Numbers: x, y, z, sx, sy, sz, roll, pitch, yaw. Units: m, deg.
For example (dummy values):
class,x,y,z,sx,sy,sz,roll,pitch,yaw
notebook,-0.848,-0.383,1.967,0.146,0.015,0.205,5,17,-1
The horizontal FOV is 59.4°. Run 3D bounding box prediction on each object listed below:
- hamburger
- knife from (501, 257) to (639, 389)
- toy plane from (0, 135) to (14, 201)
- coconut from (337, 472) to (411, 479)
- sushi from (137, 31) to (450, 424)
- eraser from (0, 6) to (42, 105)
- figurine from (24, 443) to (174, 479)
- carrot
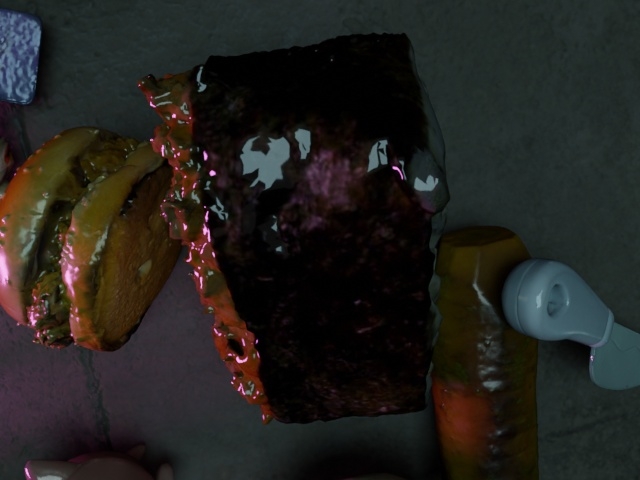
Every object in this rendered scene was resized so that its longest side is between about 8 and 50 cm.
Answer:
class,x,y,z,sx,sy,sz,roll,pitch,yaw
hamburger,-0.189,0.002,0.470,0.118,0.182,0.191,18,102,6
knife,0.283,0.104,0.558,0.331,0.044,0.080,28,79,-36
toy plane,-0.333,0.006,0.492,0.108,0.092,0.286,22,95,-21
coconut,0.059,0.326,0.531,0.224,0.224,0.224,-1,96,-9
sushi,0.000,0.000,0.475,0.207,0.234,0.348,-6,125,4
eraser,-0.360,-0.176,0.491,0.225,0.036,0.082,9,97,-10
figurine,-0.213,0.257,0.526,0.138,0.125,0.125,10,95,-26
carrot,0.166,0.139,0.571,0.114,0.114,0.302,-7,101,-8
